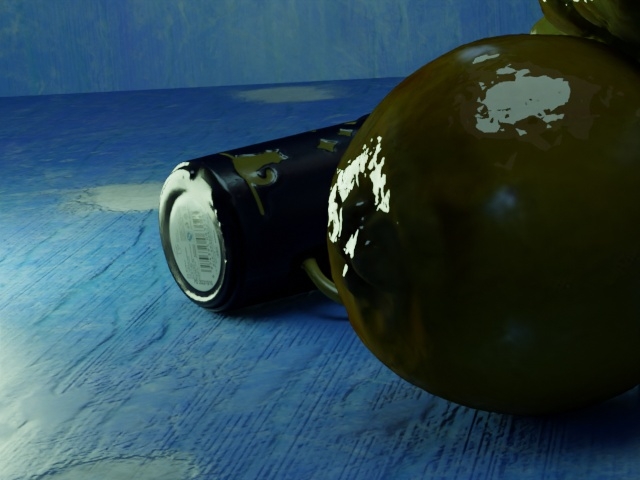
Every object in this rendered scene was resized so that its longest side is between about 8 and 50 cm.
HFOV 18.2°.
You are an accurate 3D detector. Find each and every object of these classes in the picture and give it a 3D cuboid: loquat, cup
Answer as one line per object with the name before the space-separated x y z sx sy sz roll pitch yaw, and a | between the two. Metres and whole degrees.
loquat | 0.167 -0.012 1.645 0.328 0.328 0.328 -4 12 1
cup | -0.005 -0.022 2.089 0.256 0.178 0.255 -15 14 -33

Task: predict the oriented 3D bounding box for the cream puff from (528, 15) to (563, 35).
cream puff | 0.326 -0.082 1.924 0.270 0.323 0.274 16 50 34

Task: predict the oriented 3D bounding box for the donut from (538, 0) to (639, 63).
donut | 0.309 -0.188 1.668 0.261 0.128 0.208 35 -9 -17
